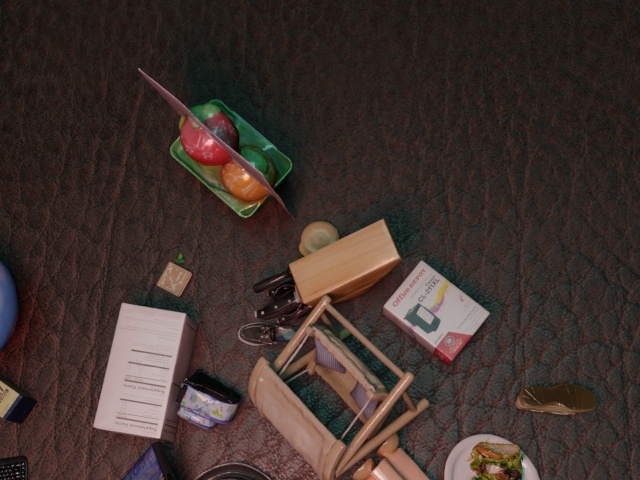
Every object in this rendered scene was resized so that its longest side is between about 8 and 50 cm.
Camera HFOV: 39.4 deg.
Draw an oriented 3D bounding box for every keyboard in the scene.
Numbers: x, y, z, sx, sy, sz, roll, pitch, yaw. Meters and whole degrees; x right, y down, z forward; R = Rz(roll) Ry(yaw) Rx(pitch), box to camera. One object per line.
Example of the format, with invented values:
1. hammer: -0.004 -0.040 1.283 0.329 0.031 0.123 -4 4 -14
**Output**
1. keyboard: -0.680 0.491 1.782 0.192 0.038 0.100 -10 74 2

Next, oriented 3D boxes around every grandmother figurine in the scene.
1. grandmother figurine: 0.212 0.534 1.671 0.342 0.104 0.208 43 87 16

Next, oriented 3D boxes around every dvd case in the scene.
1. dvd case: -0.297 0.528 1.667 0.022 0.180 0.253 -2 53 -42

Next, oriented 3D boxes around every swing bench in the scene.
1. swing bench: 0.020 0.291 1.682 0.254 0.165 0.253 -43 55 -9

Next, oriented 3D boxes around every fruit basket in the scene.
1. fruit basket: -0.186 -0.191 1.779 0.327 0.353 0.165 41 82 15

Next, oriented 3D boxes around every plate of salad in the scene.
1. plate of salad: 0.330 0.456 1.680 0.199 0.048 0.200 9 56 -13

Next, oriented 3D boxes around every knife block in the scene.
1. knife block: -0.002 0.072 1.753 0.242 0.276 0.088 -13 71 -30

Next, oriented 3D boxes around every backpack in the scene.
1. backpack: -0.219 0.320 1.765 0.114 0.105 0.084 22 99 7

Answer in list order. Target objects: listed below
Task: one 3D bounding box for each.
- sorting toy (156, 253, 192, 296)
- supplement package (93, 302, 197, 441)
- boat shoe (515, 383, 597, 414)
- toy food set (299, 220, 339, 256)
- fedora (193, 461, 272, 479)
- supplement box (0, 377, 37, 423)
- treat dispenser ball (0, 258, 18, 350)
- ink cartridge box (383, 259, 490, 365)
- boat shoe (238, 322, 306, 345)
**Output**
1. sorting toy: -0.301 0.071 1.888 0.062 0.012 0.083 26 81 16
2. supplement package: -0.341 0.264 1.769 0.133 0.139 0.244 9 74 5
3. boat shoe: 0.461 0.314 1.748 0.153 0.048 0.056 -1 61 -3
4. toy food set: 0.000 0.000 1.881 0.082 0.020 0.083 11 75 7
5. fedora: -0.178 0.557 1.679 0.243 0.124 0.275 15 76 9
6. supplement box: -0.633 0.321 1.803 0.083 0.083 0.056 31 77 13
7. treat dispenser ball: -0.745 0.129 1.762 0.288 0.288 0.288 -1 74 4
8. ink cartridge box: 0.229 0.145 1.794 0.175 0.072 0.127 38 81 13
9. boat shoe: -0.099 0.190 1.823 0.142 0.040 0.049 2 74 5
